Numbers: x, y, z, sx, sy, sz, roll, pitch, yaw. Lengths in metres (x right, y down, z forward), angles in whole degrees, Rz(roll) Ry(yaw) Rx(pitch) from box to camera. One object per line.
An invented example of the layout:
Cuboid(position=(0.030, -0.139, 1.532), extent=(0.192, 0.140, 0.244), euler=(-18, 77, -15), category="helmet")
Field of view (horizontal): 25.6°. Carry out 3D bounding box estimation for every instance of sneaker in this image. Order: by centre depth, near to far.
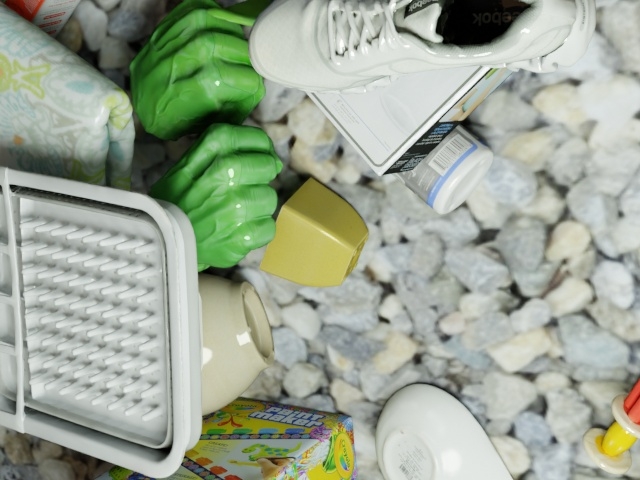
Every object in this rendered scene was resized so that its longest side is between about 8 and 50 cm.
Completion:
Cuboid(position=(0.064, -0.174, 1.118), extent=(0.292, 0.118, 0.110), euler=(-4, 96, 25), category="sneaker")

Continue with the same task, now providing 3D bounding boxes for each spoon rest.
Cuboid(position=(0.153, 0.266, 1.421), extent=(0.276, 0.084, 0.137), euler=(52, 128, 25), category="spoon rest")

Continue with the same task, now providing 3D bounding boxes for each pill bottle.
Cuboid(position=(0.087, -0.095, 1.319), extent=(0.137, 0.078, 0.078), euler=(42, 126, 16), category="pill bottle")

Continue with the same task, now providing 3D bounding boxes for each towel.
Cuboid(position=(-0.342, -0.100, 1.564), extent=(0.320, 0.090, 0.374), euler=(32, 140, 19), category="towel")

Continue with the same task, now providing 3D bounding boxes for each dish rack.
Cuboid(position=(-0.237, 0.071, 1.422), extent=(0.333, 0.072, 0.285), euler=(11, 107, 39), category="dish rack")

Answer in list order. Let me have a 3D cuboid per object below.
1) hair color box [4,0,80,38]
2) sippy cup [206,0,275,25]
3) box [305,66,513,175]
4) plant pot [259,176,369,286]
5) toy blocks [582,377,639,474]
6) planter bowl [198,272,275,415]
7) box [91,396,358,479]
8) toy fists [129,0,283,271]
Cuboid(position=(-0.299, -0.267, 1.535), extent=(0.043, 0.072, 0.141), euler=(50, 127, 9), category="hair color box")
Cuboid(position=(-0.052, -0.356, 1.229), extent=(0.240, 0.224, 0.305), euler=(-21, 93, 38), category="sippy cup")
Cuboid(position=(0.110, -0.213, 1.205), extent=(0.290, 0.087, 0.169), euler=(-43, 78, 21), category="box")
Cuboid(position=(0.000, 0.000, 1.420), extent=(0.083, 0.081, 0.081), euler=(26, 122, 9), category="plant pot")
Cuboid(position=(0.323, 0.170, 1.266), extent=(0.123, 0.054, 0.148), euler=(43, 126, 16), category="toy blocks")
Cuboid(position=(-0.114, 0.103, 1.504), extent=(0.109, 0.162, 0.162), euler=(-17, 98, 11), category="planter bowl")
Cuboid(position=(-0.094, 0.358, 1.491), extent=(0.177, 0.279, 0.290), euler=(5, 109, 34), category="box")
Cuboid(position=(-0.109, -0.109, 1.405), extent=(0.142, 0.096, 0.279), euler=(-34, 60, 51), category="toy fists")
